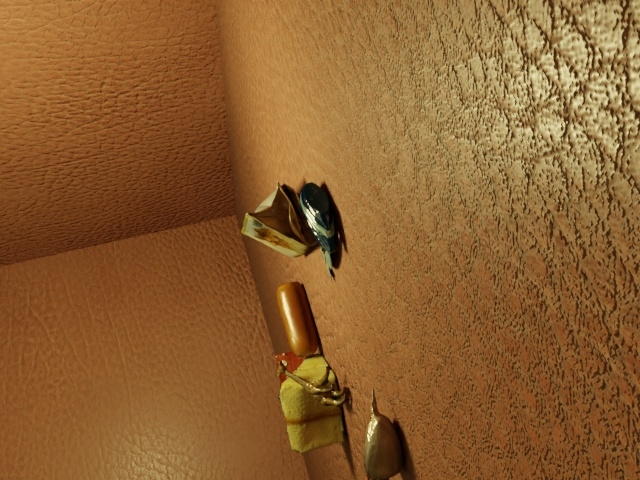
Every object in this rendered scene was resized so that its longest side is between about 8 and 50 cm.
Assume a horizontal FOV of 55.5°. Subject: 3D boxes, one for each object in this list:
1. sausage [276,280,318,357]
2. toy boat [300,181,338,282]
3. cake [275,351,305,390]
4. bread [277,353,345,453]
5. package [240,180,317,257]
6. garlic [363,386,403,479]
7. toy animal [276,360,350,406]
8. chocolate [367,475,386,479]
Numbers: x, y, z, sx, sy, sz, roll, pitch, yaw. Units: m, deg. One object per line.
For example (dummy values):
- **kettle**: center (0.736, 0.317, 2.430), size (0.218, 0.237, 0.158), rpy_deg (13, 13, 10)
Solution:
- **sausage**: center (-0.082, 0.274, 2.131), size (0.105, 0.105, 0.275), rpy_deg (102, 153, -64)
- **toy boat**: center (0.000, 0.000, 1.558), size (0.291, 0.066, 0.221), rpy_deg (85, 165, -47)
- **cake**: center (-0.081, 0.556, 2.335), size (0.177, 0.150, 0.283), rpy_deg (-138, 41, -77)
- **bread**: center (-0.039, 0.544, 2.056), size (0.236, 0.198, 0.264), rpy_deg (-119, 19, -76)
- **package**: center (-0.107, -0.071, 1.849), size (0.165, 0.221, 0.311), rpy_deg (-65, 4, -11)
- **garlic**: center (0.133, 0.448, 1.368), size (0.129, 0.090, 0.198), rpy_deg (-99, -3, -62)
- **toy animal**: center (-0.022, 0.441, 1.863), size (0.275, 0.054, 0.149), rpy_deg (-1, 123, 46)
- **chocolate**: center (0.150, 0.634, 1.626), size (0.182, 0.028, 0.086), rpy_deg (121, 142, -72)
